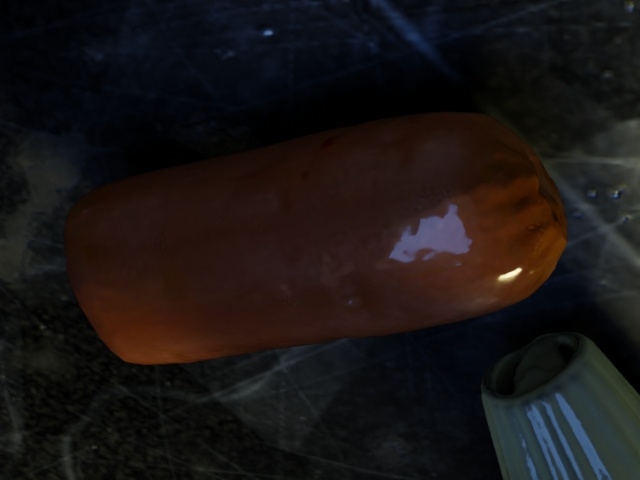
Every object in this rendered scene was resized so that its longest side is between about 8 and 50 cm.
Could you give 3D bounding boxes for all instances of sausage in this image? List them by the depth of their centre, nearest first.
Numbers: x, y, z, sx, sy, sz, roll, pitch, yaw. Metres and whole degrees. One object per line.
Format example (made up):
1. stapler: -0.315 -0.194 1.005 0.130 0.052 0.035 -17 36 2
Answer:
1. sausage: 0.000 0.000 0.820 0.259 0.113 0.113 -10 126 26

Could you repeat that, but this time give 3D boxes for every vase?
1. vase: 0.171 0.164 0.902 0.128 0.128 0.248 -18 113 29
